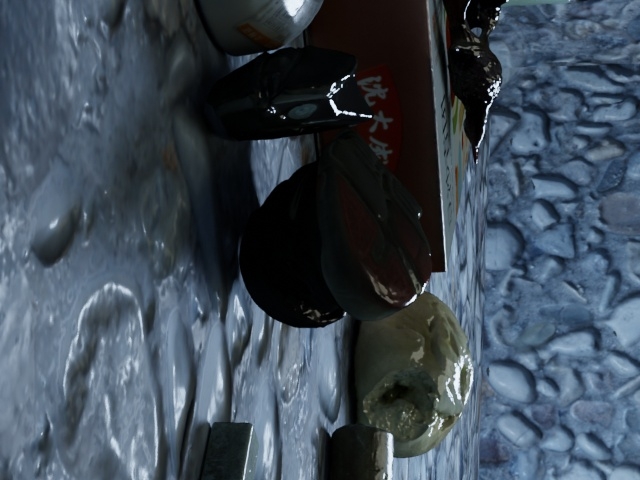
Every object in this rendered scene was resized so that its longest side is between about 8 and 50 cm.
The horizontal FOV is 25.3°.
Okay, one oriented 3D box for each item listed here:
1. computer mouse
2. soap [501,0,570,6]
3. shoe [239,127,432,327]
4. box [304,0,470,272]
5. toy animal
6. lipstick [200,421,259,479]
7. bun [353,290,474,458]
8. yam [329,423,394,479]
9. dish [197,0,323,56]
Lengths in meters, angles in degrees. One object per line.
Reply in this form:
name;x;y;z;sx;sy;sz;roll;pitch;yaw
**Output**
computer mouse;-0.020;-0.108;1.015;0.192;0.106;0.062;1;82;-81
soap;0.200;-0.344;1.488;0.066;0.119;0.198;58;32;-68
shoe;0.000;0.000;1.046;0.114;0.137;0.291;49;8;-9
box;0.083;-0.204;1.506;0.385;0.122;0.344;-71;157;-60
toy animal;0.146;-0.168;1.391;0.105;0.070;0.202;-54;146;-51
lipstick;-0.066;0.183;0.950;0.030;0.030;0.129;78;16;-48
bun;0.107;0.151;1.605;0.193;0.128;0.178;-63;152;-63
yam;0.040;0.270;1.403;0.068;0.068;0.169;61;31;-68
dish;-0.007;-0.272;1.022;0.273;0.134;0.273;-1;90;-80
